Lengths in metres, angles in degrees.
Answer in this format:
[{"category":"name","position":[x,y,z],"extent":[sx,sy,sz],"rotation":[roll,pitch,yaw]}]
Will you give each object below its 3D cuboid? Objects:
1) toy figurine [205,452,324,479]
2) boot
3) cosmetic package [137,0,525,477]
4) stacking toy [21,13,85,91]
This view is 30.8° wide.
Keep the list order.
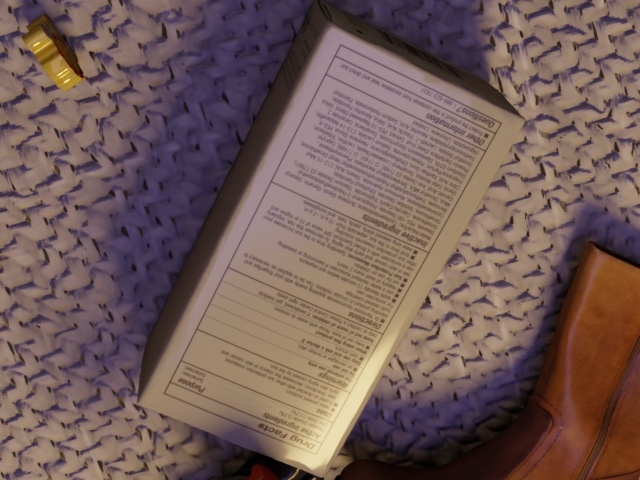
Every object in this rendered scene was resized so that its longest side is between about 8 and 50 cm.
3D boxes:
[{"category":"toy figurine","position":[-0.034,0.275,0.894],"extent":[0.148,0.209,0.213],"rotation":[-41,88,5]},{"category":"boot","position":[0.172,0.135,0.933],"extent":[0.264,0.096,0.281],"rotation":[19,107,-12]},{"category":"cosmetic package","position":[0.000,0.000,0.856],"extent":[0.160,0.113,0.309],"rotation":[25,107,-14]},{"category":"stacking toy","position":[-0.174,-0.236,0.783],"extent":[0.167,0.052,0.221],"rotation":[-33,109,7]}]
